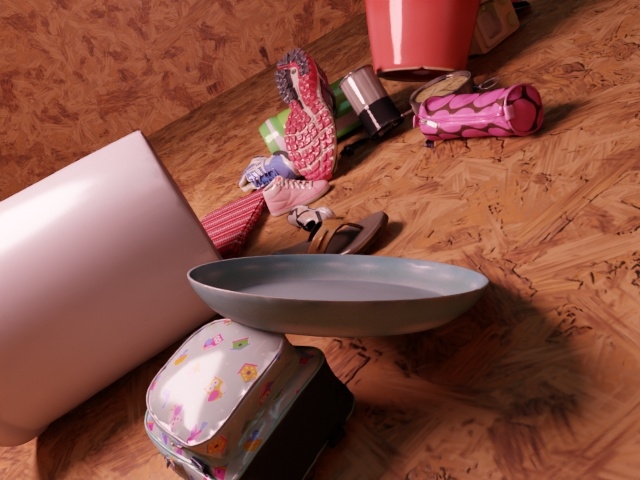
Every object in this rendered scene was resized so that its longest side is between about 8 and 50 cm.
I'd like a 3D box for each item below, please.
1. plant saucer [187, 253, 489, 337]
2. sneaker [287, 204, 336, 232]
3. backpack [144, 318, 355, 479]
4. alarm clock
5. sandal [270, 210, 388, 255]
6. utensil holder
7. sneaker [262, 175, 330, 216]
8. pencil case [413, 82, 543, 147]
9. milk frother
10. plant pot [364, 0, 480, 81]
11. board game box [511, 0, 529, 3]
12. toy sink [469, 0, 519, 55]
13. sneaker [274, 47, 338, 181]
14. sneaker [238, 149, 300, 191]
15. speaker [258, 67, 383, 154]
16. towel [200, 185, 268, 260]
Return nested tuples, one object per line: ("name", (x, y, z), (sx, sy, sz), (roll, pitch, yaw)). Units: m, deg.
("plant saucer", (0.018, 0.053, 0.605), (0.317, 0.044, 0.317), (0, 6, 0))
("sneaker", (-0.025, -0.036, 0.980), (0.109, 0.040, 0.044), (-1, 40, 47))
("backpack", (-0.088, 0.166, 0.561), (0.188, 0.144, 0.166), (-3, 42, 49))
("alarm clock", (0.263, -0.286, 1.100), (0.192, 0.064, 0.129), (-10, 32, 41))
("sandal", (0.000, 0.000, 0.862), (0.219, 0.060, 0.090), (-18, 28, 25))
("utensil holder", (-0.356, 0.061, 0.837), (0.385, 0.328, 0.327), (-31, 25, -8))
("sneaker", (-0.052, -0.102, 1.097), (0.134, 0.070, 0.051), (-23, 24, 14))
("pencil case", (0.259, -0.210, 0.936), (0.098, 0.095, 0.209), (-4, 6, -35))
("milk frother", (0.080, -0.270, 1.182), (0.143, 0.135, 0.129), (-29, -7, -6))
("plant pot", (0.217, -0.477, 1.191), (0.274, 0.243, 0.275), (0, 8, 0))
("board game box", (0.474, -0.626, 1.453), (0.133, 0.033, 0.168), (2, 16, 27))
("toy sink", (0.380, -0.534, 1.353), (0.152, 0.131, 0.234), (-41, 22, -21))
("sneaker", (-0.006, -0.263, 1.176), (0.120, 0.112, 0.299), (-21, 68, 32))
("sneaker", (-0.112, -0.146, 1.248), (0.081, 0.080, 0.211), (-53, 24, -22))
("speaker", (0.009, -0.290, 1.312), (0.296, 0.131, 0.131), (-29, 25, 3))
("towel", (-0.209, -0.010, 1.145), (0.198, 0.031, 0.275), (-21, 25, 24))
